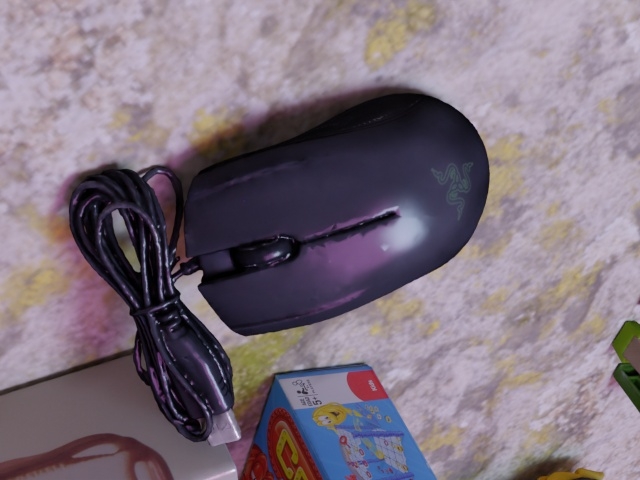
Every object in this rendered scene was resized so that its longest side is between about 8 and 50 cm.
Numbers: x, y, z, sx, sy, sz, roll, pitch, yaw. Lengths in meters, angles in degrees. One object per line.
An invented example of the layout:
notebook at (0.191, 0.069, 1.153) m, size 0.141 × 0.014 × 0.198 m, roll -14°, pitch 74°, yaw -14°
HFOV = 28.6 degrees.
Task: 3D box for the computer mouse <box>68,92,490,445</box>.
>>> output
computer mouse at (0.000, 0.000, 0.788) m, size 0.272 × 0.072 × 0.188 m, roll -26°, pitch 107°, yaw -14°

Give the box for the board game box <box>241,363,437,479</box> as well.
board game box at (0.021, 0.309, 0.956) m, size 0.086 × 0.308 × 0.302 m, roll -3°, pitch 130°, yaw -27°

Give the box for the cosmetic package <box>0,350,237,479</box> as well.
cosmetic package at (-0.210, 0.199, 0.845) m, size 0.296 × 0.129 × 0.153 m, roll -18°, pitch 135°, yaw -16°

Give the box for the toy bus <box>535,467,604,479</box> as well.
toy bus at (0.162, 0.302, 1.153) m, size 0.211 × 0.220 × 0.149 m, roll 16°, pitch 126°, yaw -1°

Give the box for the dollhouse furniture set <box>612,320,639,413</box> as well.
dollhouse furniture set at (0.315, 0.085, 1.108) m, size 0.076 × 0.058 × 0.151 m, roll 0°, pitch 129°, yaw -32°
